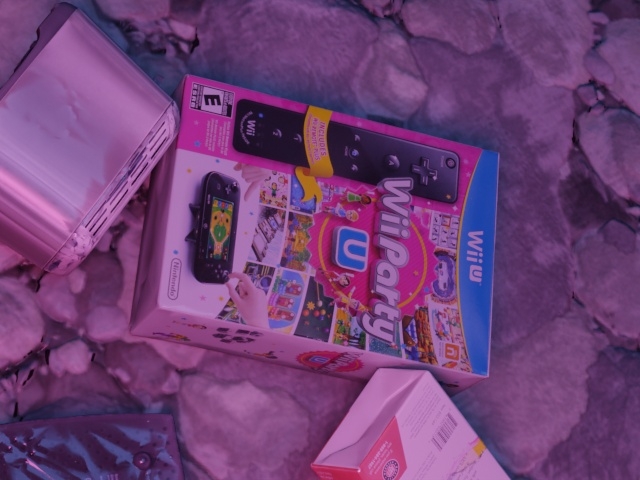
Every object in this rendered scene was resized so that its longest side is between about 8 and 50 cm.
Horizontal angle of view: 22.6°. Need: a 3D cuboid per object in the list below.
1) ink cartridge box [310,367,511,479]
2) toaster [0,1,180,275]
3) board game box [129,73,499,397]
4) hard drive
[{"bbox_3d":[0.093,0.217,1.367,0.198,0.067,0.115,53,57,-25],"label":"ink cartridge box"},{"bbox_3d":[-0.222,-0.074,1.332,0.146,0.129,0.227,38,65,-8],"label":"toaster"},{"bbox_3d":[0.000,0.000,1.420,0.303,0.097,0.224,13,66,-19],"label":"board game box"},{"bbox_3d":[-0.226,0.229,1.252,0.254,0.054,0.172,-5,72,-25],"label":"hard drive"}]
